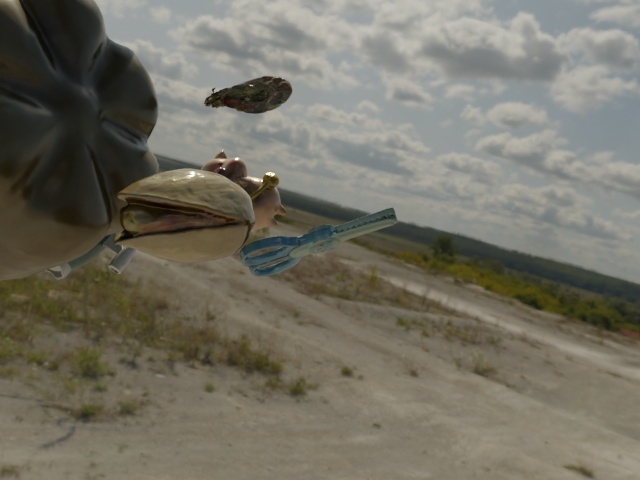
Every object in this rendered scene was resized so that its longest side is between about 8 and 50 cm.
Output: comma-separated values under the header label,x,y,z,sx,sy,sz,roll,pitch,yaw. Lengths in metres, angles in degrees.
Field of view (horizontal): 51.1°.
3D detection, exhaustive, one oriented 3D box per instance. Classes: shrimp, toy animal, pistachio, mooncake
label,x,y,z,sx,sy,sz,roll,pitch,yaw
shrimp,-0.147,-0.287,1.334,0.190,0.101,0.042,-3,-39,17
toy animal,-0.204,-0.124,1.749,0.248,0.165,0.149,34,-23,2
pistachio,-0.182,-0.032,0.928,0.144,0.143,0.215,18,15,36
mooncake,-0.465,-0.177,1.068,0.262,0.466,0.467,-14,-10,24

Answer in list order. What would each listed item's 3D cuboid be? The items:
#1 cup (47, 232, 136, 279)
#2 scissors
label,x,y,z,sx,sy,sz,roll,pitch,yaw
cup,-0.563,-0.010,1.496,0.300,0.173,0.167,28,-28,7
scissors,0.000,0.000,1.078,0.256,0.030,0.125,-18,-22,3
